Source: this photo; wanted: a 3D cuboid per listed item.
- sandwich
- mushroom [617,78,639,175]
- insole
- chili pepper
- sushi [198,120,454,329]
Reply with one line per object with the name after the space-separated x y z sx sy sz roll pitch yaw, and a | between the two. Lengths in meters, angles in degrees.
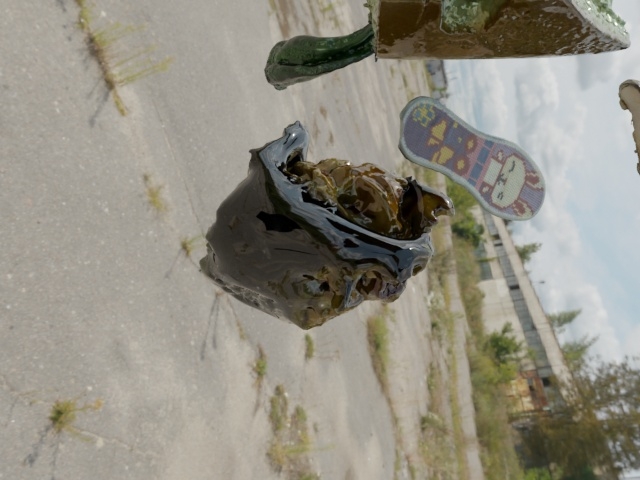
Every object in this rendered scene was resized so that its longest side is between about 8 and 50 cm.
0.152 -0.222 0.408 0.128 0.236 0.122 66 25 -81 | sandwich
0.493 -0.138 0.697 0.072 0.094 0.209 7 -61 67 | mushroom
0.139 -0.066 0.424 0.197 0.004 0.065 22 94 -32 | insole
-0.020 -0.262 0.707 0.122 0.279 0.065 -25 109 -35 | chili pepper
0.004 -0.006 0.517 0.200 0.204 0.213 -58 175 -23 | sushi
